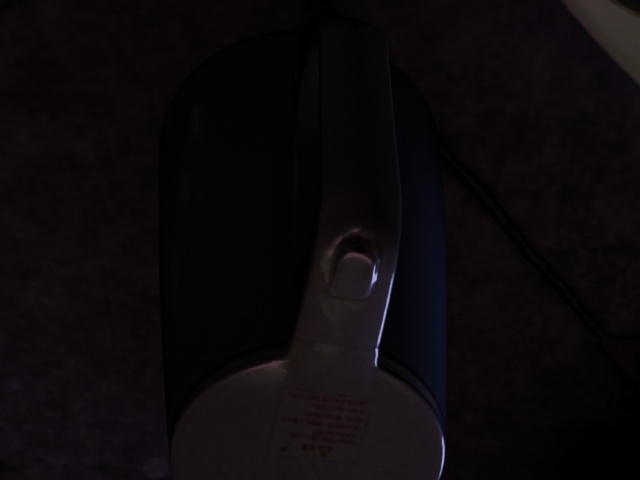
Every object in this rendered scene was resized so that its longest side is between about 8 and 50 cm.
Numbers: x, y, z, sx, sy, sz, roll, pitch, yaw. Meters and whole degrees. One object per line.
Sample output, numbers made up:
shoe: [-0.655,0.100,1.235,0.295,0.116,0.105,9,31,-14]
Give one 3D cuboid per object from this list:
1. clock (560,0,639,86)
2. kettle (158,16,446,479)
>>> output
clock: [0.176,-0.199,0.505,0.308,0.096,0.235,33,119,-23]
kettle: [0.000,0.000,0.549,0.160,0.243,0.210,11,123,-10]
